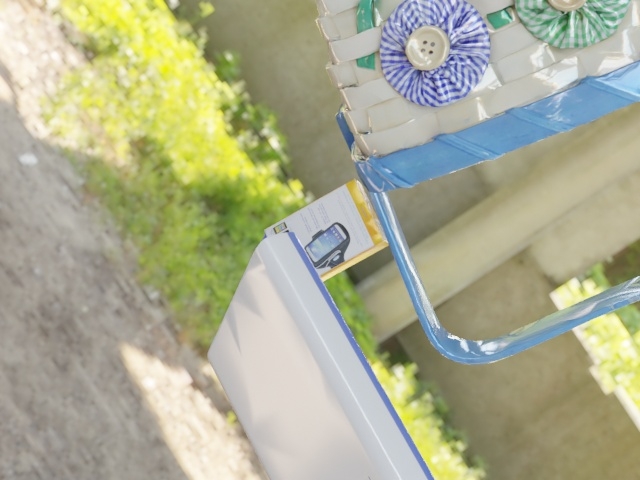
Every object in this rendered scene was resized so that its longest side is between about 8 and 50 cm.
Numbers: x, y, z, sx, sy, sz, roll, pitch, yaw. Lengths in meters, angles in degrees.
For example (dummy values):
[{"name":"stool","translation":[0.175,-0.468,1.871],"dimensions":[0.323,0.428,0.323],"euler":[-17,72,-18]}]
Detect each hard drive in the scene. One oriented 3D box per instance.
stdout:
[{"name":"hard drive","translation":[0.007,0.179,1.147],"dimensions":[0.319,0.040,0.210],"euler":[60,-32,24]}]

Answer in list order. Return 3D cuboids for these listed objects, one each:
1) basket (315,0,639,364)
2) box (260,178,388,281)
[{"name":"basket","translation":[0.124,-0.085,0.737],"dimensions":[0.289,0.254,0.201],"euler":[59,19,-19]},{"name":"box","translation":[0.000,0.000,1.467],"dimensions":[0.081,0.136,0.028],"euler":[66,15,20]}]
